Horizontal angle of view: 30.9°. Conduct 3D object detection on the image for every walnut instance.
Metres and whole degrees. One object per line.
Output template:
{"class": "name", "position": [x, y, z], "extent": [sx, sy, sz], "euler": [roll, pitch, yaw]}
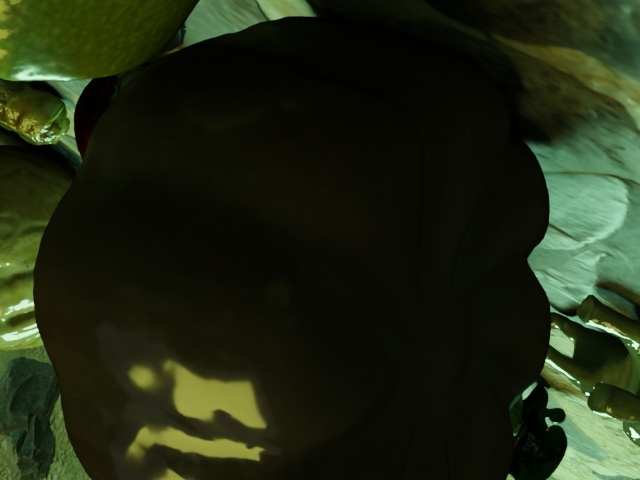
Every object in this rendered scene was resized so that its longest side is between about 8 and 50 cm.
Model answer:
{"class": "walnut", "position": [-0.453, 0.011, 1.561], "extent": [0.333, 0.333, 0.333], "euler": [29, 168, 7]}

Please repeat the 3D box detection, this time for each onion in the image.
{"class": "onion", "position": [-0.133, -0.076, 0.881], "extent": [0.117, 0.118, 0.118], "euler": [51, 174, 16]}

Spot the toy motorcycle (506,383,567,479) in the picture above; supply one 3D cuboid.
{"class": "toy motorcycle", "position": [0.159, 0.161, 1.151], "extent": [0.187, 0.125, 0.274], "euler": [36, 171, 20]}

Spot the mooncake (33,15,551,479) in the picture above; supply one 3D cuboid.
{"class": "mooncake", "position": [0.007, 0.037, 0.611], "extent": [0.154, 0.306, 0.306], "euler": [15, 162, 33]}

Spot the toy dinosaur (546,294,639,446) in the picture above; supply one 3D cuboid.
{"class": "toy dinosaur", "position": [0.238, 0.106, 0.841], "extent": [0.162, 0.077, 0.294], "euler": [28, -177, -10]}

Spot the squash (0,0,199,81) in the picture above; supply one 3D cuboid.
{"class": "squash", "position": [-0.053, -0.183, 0.461], "extent": [0.093, 0.169, 0.252], "euler": [29, 135, -8]}

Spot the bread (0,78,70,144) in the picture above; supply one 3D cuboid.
{"class": "bread", "position": [-0.309, -0.138, 1.192], "extent": [0.110, 0.060, 0.066], "euler": [30, 141, 4]}

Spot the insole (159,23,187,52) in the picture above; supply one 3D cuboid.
{"class": "insole", "position": [-0.166, -0.164, 0.844], "extent": [0.110, 0.012, 0.309], "euler": [34, 168, -22]}
